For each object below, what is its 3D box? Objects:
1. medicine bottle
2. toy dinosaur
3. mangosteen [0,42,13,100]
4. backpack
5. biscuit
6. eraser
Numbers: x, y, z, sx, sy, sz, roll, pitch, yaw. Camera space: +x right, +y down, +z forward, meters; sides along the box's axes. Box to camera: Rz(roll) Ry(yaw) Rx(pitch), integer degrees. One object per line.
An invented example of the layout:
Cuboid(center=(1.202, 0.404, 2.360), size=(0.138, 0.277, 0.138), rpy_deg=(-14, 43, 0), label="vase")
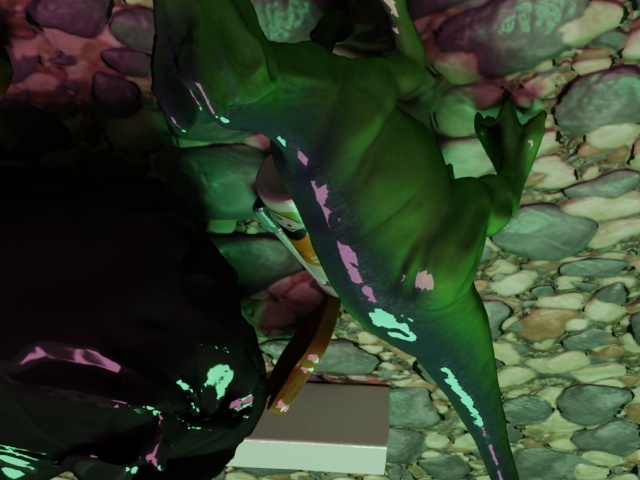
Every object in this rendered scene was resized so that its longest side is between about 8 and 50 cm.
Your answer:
Cuboid(center=(0.000, 0.000, 1.095), size=(0.092, 0.061, 0.220), rpy_deg=(14, 154, 32), label="medicine bottle")
Cuboid(center=(0.050, 0.053, 0.858), size=(0.144, 0.500, 0.374), rpy_deg=(-9, 180, 33), label="toy dinosaur")
Cuboid(center=(-0.311, -0.102, 0.884), size=(0.184, 0.172, 0.172), rpy_deg=(-17, 146, -4), label="mangosteen")
Cuboid(center=(-0.207, 0.107, 1.096), size=(0.363, 0.254, 0.445), rpy_deg=(3, 164, 16), label="backpack")
Cuboid(center=(-0.021, 0.122, 1.221), size=(0.023, 0.118, 0.140), rpy_deg=(30, 143, -8), label="biscuit")
Cuboid(center=(-0.073, 0.204, 1.386), size=(0.298, 0.076, 0.078), rpy_deg=(3, 147, 3), label="eraser")
